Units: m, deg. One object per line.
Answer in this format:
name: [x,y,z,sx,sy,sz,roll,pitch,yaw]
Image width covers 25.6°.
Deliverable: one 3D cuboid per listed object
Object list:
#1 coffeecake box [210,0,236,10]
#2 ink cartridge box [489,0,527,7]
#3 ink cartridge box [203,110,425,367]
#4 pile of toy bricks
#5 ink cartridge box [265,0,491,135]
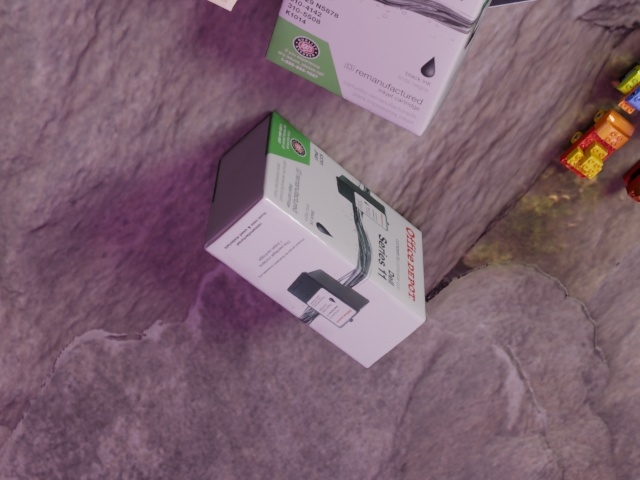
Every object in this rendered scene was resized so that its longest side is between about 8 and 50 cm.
coffeecake box: [-0.095,-0.308,1.169,0.142,0.068,0.185,24,123,-13]
ink cartridge box: [0.180,-0.301,1.176,0.208,0.045,0.206,-10,125,8]
ink cartridge box: [0.000,0.000,1.337,0.208,0.153,0.087,38,119,-23]
pile of toy bricks: [0.324,-0.102,1.274,0.118,0.105,0.212,32,121,-19]
ink cartridge box: [0.063,-0.220,1.165,0.160,0.092,0.219,27,136,5]
